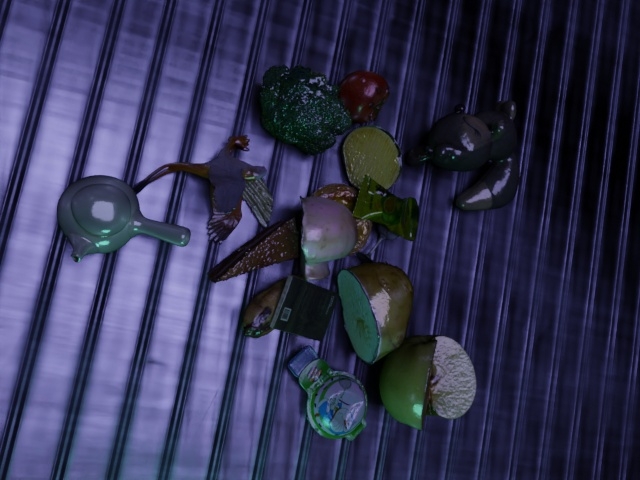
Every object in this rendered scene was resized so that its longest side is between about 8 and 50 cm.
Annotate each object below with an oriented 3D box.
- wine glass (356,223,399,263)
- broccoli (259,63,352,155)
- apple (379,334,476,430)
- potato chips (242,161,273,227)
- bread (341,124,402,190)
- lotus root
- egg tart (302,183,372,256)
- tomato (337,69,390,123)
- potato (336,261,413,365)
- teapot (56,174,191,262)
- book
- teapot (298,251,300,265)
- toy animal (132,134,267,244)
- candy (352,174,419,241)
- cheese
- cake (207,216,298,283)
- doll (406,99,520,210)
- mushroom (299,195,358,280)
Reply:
[{"bbox_3d":[0.198,-0.011,1.925,0.079,0.079,0.195,43,72,-15],"label":"wine glass"},{"bbox_3d":[-0.046,-0.400,1.786,0.294,0.265,0.245,48,38,-12],"label":"broccoli"},{"bbox_3d":[0.308,0.421,1.852,0.295,0.233,0.257,-6,92,-41],"label":"apple"},{"bbox_3d":[-0.191,-0.142,1.793,0.092,0.028,0.207,-35,96,-16],"label":"potato chips"},{"bbox_3d":[0.163,-0.260,1.953,0.229,0.033,0.228,1,87,-24],"label":"bread"},{"bbox_3d":[-0.133,0.190,1.763,0.258,0.097,0.110,-37,124,-31],"label":"lotus root"},{"bbox_3d":[0.048,-0.060,1.857,0.234,0.094,0.234,0,89,-23],"label":"egg tart"},{"bbox_3d":[0.125,-0.449,1.891,0.167,0.167,0.167,2,86,-23],"label":"tomato"},{"bbox_3d":[0.188,0.209,1.820,0.196,0.246,0.299,-13,97,-20],"label":"potato"},{"bbox_3d":[-0.516,-0.071,1.585,0.318,0.149,0.219,-9,91,-22],"label":"teapot"},{"bbox_3d":[-0.042,0.202,1.779,0.228,0.024,0.160,25,82,-48],"label":"book"},{"bbox_3d":[-0.035,0.055,1.839,0.100,0.045,0.067,25,75,-21],"label":"teapot"},{"bbox_3d":[-0.319,-0.183,1.706,0.284,0.225,0.302,28,66,2],"label":"toy animal"},{"bbox_3d":[0.201,-0.100,1.863,0.246,0.069,0.149,24,66,-36],"label":"candy"},{"bbox_3d":[0.025,0.461,1.815,0.204,0.083,0.320,-41,103,-20],"label":"cheese"},{"bbox_3d":[-0.185,0.048,1.736,0.295,0.116,0.112,-31,106,-20],"label":"cake"},{"bbox_3d":[0.506,-0.262,1.990,0.382,0.252,0.378,-22,95,-16],"label":"doll"},{"bbox_3d":[0.027,-0.001,1.708,0.173,0.162,0.236,0,101,-1],"label":"mushroom"}]
